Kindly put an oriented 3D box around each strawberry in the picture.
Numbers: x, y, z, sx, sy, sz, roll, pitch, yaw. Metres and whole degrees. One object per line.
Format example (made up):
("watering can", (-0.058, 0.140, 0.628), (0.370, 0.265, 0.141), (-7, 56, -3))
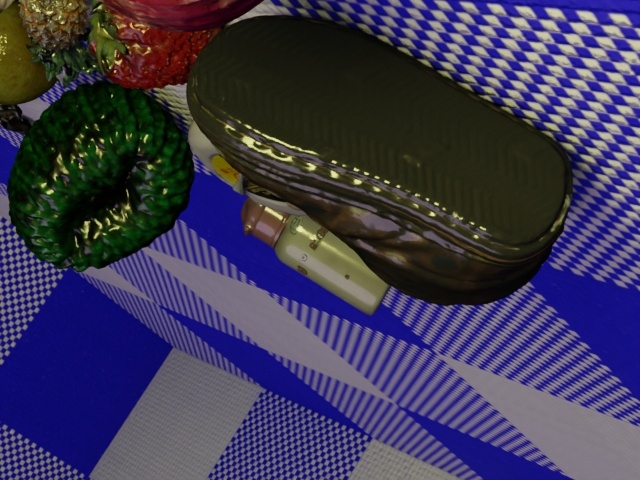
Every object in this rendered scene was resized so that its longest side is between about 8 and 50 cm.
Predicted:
("strawberry", (-0.176, -0.227, 1.458), (0.131, 0.148, 0.131), (45, 142, 51))

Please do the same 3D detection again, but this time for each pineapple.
("pineapple", (-0.320, -0.265, 1.668), (0.103, 0.083, 0.221), (-5, 165, -7))

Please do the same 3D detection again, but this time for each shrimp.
("shrimp", (-0.611, -0.248, 2.464), (0.365, 0.071, 0.233), (18, 170, 45))

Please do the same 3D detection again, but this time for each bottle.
("bottle", (0.000, 0.000, 1.843), (0.233, 0.110, 0.110), (32, 167, 5))

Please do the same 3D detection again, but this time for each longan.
("longan", (-0.416, -0.260, 1.828), (0.155, 0.176, 0.145), (-55, -52, -75))

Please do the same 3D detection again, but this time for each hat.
("hat", (-0.337, -0.132, 1.949), (0.242, 0.274, 0.332), (57, -177, -37))

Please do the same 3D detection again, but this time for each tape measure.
("tape measure", (-0.055, -0.105, 1.562), (0.197, 0.120, 0.236), (32, 163, -25))

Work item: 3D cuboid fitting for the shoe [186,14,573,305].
("shoe", (0.055, -0.071, 1.328), (0.384, 0.171, 0.237), (23, 161, 6))

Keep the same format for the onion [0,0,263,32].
("onion", (-0.132, -0.260, 0.972), (0.230, 0.272, 0.256), (32, -156, -32))
